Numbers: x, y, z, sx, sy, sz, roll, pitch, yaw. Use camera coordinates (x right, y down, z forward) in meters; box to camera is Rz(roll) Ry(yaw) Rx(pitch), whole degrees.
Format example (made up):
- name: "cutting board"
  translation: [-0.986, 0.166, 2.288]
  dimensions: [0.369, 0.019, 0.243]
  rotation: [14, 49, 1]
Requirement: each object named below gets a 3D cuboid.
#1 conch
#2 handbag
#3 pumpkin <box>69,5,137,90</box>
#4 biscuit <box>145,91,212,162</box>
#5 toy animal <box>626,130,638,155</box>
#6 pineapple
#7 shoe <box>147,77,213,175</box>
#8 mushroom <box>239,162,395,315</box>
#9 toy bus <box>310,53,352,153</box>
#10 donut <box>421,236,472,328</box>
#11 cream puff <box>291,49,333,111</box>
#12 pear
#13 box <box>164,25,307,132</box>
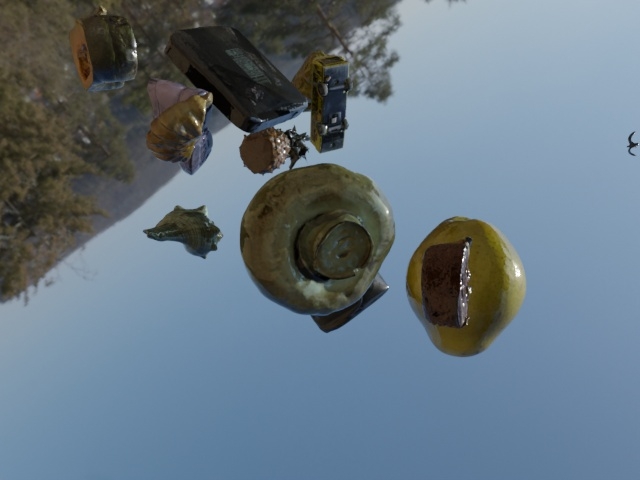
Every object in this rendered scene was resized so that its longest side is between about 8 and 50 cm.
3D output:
- name: "conch"
  translation: [-0.306, -0.030, 1.418]
  dimensions: [0.137, 0.233, 0.115]
  rotation: [4, -104, 49]
- name: "handbag"
  translation: [0.044, 0.121, 2.034]
  dimensions: [0.275, 0.302, 0.178]
  rotation: [-38, -173, -30]
- name: "pumpkin"
  translation: [-0.628, -0.553, 1.798]
  dimensions: [0.139, 0.222, 0.317]
  rotation: [-16, -170, -24]
- name: "biscuit"
  translation: [-0.256, -0.191, 1.143]
  dimensions: [0.118, 0.061, 0.183]
  rotation: [-23, 168, -34]
- name: "toy animal"
  translation: [1.027, -0.314, 2.063]
  dimensions: [0.028, 0.084, 0.050]
  rotation: [1, 171, 13]
- name: "pineapple"
  translation: [-0.124, -0.318, 2.124]
  dimensions: [0.165, 0.166, 0.364]
  rotation: [-24, -178, 31]
- name: "shoe"
  translation: [-0.314, -0.251, 1.385]
  dimensions: [0.095, 0.137, 0.245]
  rotation: [-52, 166, -35]
- name: "mushroom"
  translation: [0.000, 0.000, 1.370]
  dimensions: [0.352, 0.352, 0.260]
  rotation: [-38, -155, -6]
- name: "toy bus"
  translation: [0.024, -0.318, 1.478]
  dimensions: [0.081, 0.226, 0.074]
  rotation: [-17, -137, -20]
- name: "donut"
  translation: [0.307, 0.100, 1.531]
  dimensions: [0.126, 0.187, 0.144]
  rotation: [-2, -157, 26]
- name: "cream puff"
  translation: [-0.018, -0.598, 2.372]
  dimensions: [0.196, 0.244, 0.244]
  rotation: [5, -160, -4]
- name: "pear"
  translation: [0.435, 0.134, 1.901]
  dimensions: [0.361, 0.419, 0.362]
  rotation: [1, 180, 0]
- name: "box"
  translation: [-0.188, -0.379, 1.460]
  dimensions: [0.073, 0.289, 0.290]
  rotation: [-47, 176, 32]
